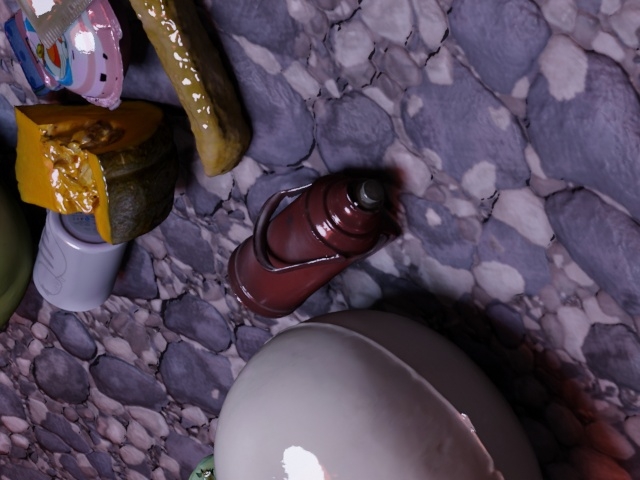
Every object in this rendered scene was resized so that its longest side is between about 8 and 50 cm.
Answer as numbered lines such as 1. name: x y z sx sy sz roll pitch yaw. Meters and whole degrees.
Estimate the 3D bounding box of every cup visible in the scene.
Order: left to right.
1. cup: -0.295 -0.001 2.000 0.136 0.099 0.133 37 142 9

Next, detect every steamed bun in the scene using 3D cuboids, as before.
1. steamed bun: 0.061 0.249 1.735 0.334 0.334 0.374 -23 102 50

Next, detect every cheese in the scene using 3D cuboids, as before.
1. cheese: -0.273 -0.219 1.795 0.286 0.074 0.189 -11 104 61

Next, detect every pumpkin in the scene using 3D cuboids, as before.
1. pumpkin: -0.239 -0.086 1.865 0.248 0.126 0.131 27 136 48

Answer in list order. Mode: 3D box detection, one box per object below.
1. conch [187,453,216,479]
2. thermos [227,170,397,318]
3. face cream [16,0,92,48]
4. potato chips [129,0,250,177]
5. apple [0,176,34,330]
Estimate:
1. conch: -0.058 0.314 2.037 0.250 0.137 0.143 8 128 38
2. thermos: 0.001 -0.003 1.737 0.124 0.099 0.232 17 148 -25
3. face cream: -0.334 -0.363 1.678 0.137 0.084 0.341 -40 85 36
4. potato chips: -0.163 -0.236 1.697 0.080 0.057 0.407 -1 123 46
5. apple: -0.530 0.006 2.033 0.357 0.357 0.357 25 138 24
